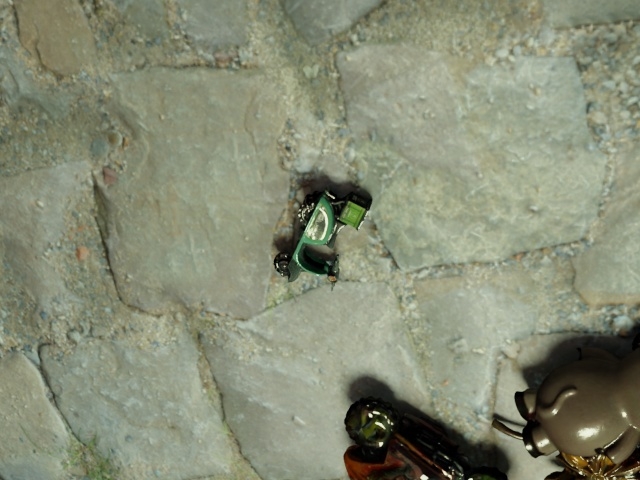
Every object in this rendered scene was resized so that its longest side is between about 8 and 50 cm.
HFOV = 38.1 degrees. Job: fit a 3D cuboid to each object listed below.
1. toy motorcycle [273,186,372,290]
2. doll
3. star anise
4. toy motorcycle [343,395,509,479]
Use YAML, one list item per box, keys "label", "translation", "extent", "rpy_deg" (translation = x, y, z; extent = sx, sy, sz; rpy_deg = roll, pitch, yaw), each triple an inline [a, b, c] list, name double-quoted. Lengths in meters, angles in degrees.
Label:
- label: "toy motorcycle"
  translation: [0.000, 0.000, 1.348]
  extent: [0.100, 0.058, 0.173]
  rpy_deg: [26, 117, 0]
- label: "doll"
  translation: [0.398, 0.222, 1.260]
  extent: [0.257, 0.182, 0.117]
  rpy_deg: [-19, 147, 20]
- label: "star anise"
  translation: [0.387, 0.313, 1.348]
  extent: [0.177, 0.073, 0.234]
  rpy_deg: [-41, 85, 25]
- label: "toy motorcycle"
  translation: [0.191, 0.406, 1.420]
  extent: [0.400, 0.134, 0.207]
  rpy_deg: [29, 119, 6]
